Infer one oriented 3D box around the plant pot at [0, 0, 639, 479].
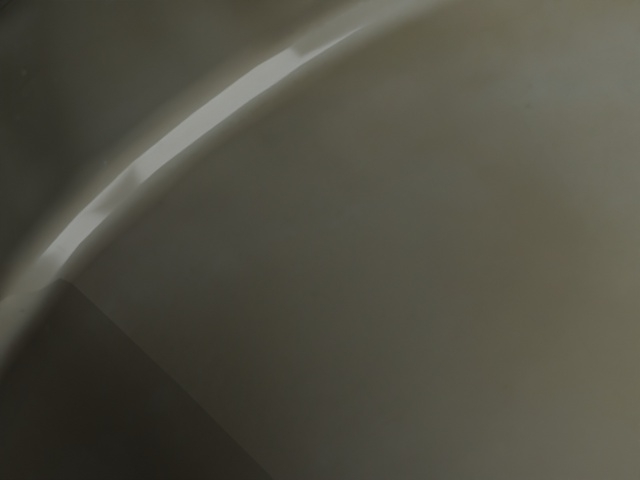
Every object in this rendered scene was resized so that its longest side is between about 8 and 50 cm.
[{"bbox_3d":[0.066,0.074,0.535,0.323,0.280,0.323,-23,150,-15],"label":"plant pot"}]
